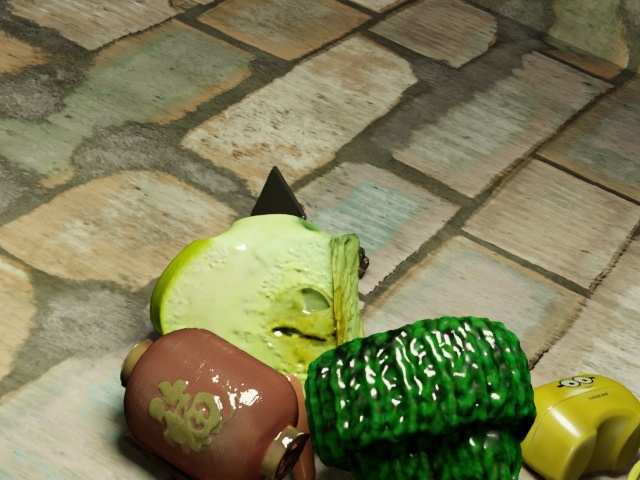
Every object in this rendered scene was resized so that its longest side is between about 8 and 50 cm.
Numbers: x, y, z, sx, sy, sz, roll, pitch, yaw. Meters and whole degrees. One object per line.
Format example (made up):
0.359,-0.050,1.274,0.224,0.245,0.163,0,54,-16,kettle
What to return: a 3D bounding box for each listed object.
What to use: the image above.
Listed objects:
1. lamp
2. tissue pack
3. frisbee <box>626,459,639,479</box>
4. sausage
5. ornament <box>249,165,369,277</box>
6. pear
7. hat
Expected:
-0.141,0.211,1.986,0.258,0.180,0.180,28,30,21,lamp
0.353,0.254,2.220,0.178,0.123,0.127,-9,37,-39,tissue pack
0.512,0.373,2.143,0.236,0.017,0.236,9,46,-9,frisbee
-0.030,0.241,2.042,0.035,0.030,0.147,-6,80,-31,sausage
0.000,0.000,2.475,0.196,0.153,0.166,12,28,-29,ornament
-0.085,0.107,2.155,0.282,0.286,0.176,-3,5,11,pear
0.134,0.267,1.931,0.242,0.274,0.332,15,59,-60,hat
